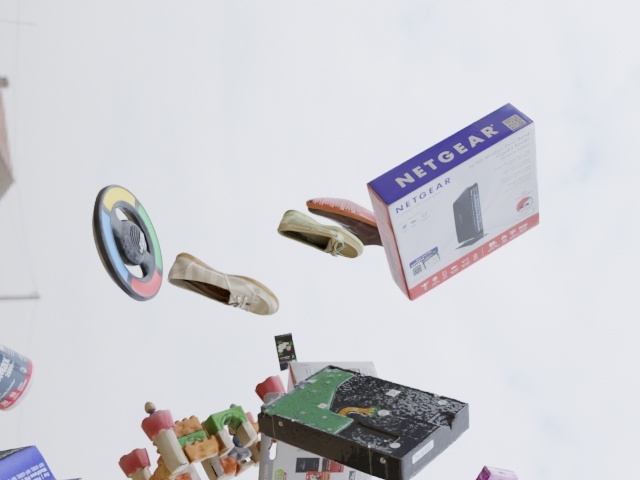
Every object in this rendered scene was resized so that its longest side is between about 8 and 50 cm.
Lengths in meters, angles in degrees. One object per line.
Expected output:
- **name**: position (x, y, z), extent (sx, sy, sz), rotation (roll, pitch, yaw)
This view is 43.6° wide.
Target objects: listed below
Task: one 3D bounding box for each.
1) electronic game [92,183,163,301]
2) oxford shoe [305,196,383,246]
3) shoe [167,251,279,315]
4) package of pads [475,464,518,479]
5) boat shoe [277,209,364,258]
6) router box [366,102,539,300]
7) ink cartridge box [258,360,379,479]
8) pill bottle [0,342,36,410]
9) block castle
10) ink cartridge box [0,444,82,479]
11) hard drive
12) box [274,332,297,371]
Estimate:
- **electronic game**: position (-0.359, 0.004, 1.508), extent (0.229, 0.048, 0.229), rotation (-18, 90, -78)
- **oxford shoe**: position (0.086, -0.037, 1.995), extent (0.097, 0.271, 0.098), rotation (-52, 158, -66)
- **shoe**: position (-0.182, 0.094, 1.489), extent (0.077, 0.219, 0.058), rotation (107, 9, -45)
- **package of pads**: position (0.356, 0.487, 1.620), extent (0.050, 0.083, 0.032), rotation (-63, -149, 15)
- **boat shoe**: position (0.000, -0.001, 1.381), extent (0.056, 0.153, 0.048), rotation (-58, -173, 48)
- **router box**: position (0.276, -0.070, 1.607), extent (0.082, 0.335, 0.301), rotation (52, -11, 41)
- **ink cartridge box**: position (-0.012, 0.443, 1.856), extent (0.130, 0.271, 0.310), rotation (-112, -154, -65)
- **pill bottle**: position (-0.622, 0.229, 1.456), extent (0.108, 0.180, 0.108), rotation (-25, -136, 27)
- **block castle**: position (-0.317, 0.544, 2.253), extent (0.213, 0.453, 0.303), rotation (56, -46, 25)
- **ink cartridge box**: position (-0.512, 0.346, 1.096), extent (0.332, 0.165, 0.065), rotation (-12, -89, 20)
- **hard drive**: position (0.079, 0.339, 1.517), extent (0.338, 0.237, 0.064), rotation (9, -69, 37)
- **box**: position (-0.094, 0.306, 2.190), extent (0.062, 0.052, 0.083), rotation (87, -9, -57)
